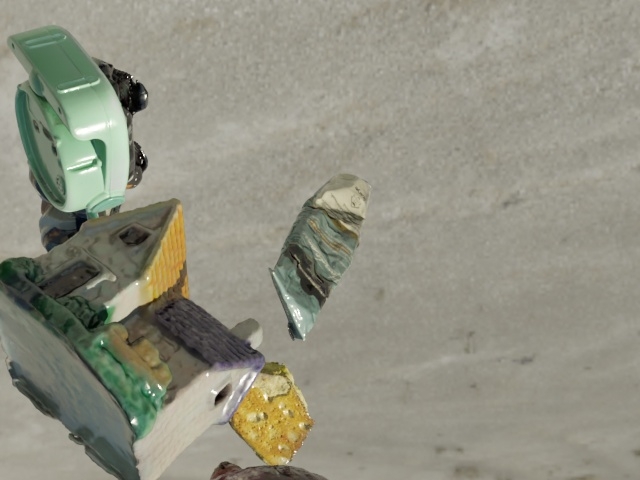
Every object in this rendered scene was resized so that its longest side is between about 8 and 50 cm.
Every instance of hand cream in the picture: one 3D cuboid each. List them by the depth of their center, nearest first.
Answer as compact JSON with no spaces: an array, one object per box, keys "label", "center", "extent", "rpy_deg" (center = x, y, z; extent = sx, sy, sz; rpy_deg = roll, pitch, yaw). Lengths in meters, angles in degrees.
[{"label":"hand cream","center":[0.000,0.001,0.907],"extent":[0.052,0.248,0.075],"rpy_deg":[-34,105,33]}]

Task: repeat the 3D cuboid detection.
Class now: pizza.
[{"label":"pizza","center":[-0.061,0.186,1.000],"extent":[0.099,0.036,0.160],"rpy_deg":[-23,112,17]}]

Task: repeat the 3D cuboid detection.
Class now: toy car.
[{"label":"toy car","center":[-0.297,-0.099,1.134],"extent":[0.118,0.193,0.301],"rpy_deg":[20,149,4]}]

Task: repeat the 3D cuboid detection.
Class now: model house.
[{"label":"model house","center":[-0.082,0.042,0.421],"extent":[0.100,0.100,0.088],"rpy_deg":[34,140,26]}]

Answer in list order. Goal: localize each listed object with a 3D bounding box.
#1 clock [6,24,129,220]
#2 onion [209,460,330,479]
[{"label":"clock","center":[-0.253,-0.097,0.904],"extent":[0.066,0.159,0.211],"rpy_deg":[-22,144,-28]},{"label":"onion","center":[-0.065,0.222,0.627],"extent":[0.135,0.173,0.198],"rpy_deg":[22,-169,-35]}]
